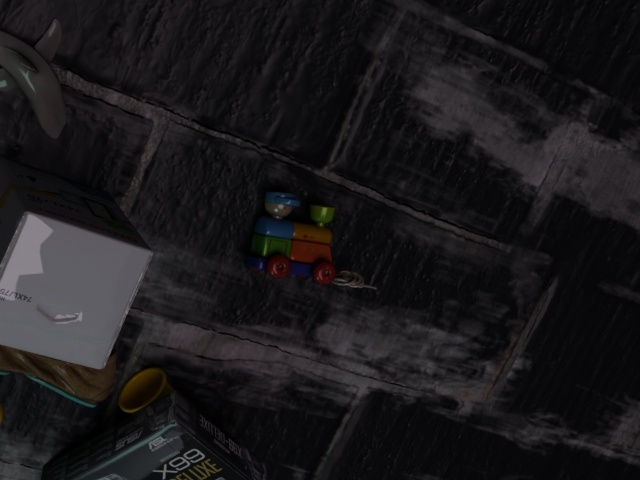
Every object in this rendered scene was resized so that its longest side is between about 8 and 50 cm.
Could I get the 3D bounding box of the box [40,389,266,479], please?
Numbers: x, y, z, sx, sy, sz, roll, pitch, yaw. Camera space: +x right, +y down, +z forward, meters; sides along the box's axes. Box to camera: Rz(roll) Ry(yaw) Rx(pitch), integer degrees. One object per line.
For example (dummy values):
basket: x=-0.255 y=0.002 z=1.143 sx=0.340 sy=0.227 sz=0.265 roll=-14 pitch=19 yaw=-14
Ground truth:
box: x=-0.283 y=0.409 z=1.893 sx=0.307 sy=0.076 sz=0.242 roll=-30 pitch=124 yaw=19

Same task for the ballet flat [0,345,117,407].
ballet flat: x=-0.464 y=0.162 z=1.755 sx=0.342 sy=0.116 sz=0.124 roll=25 pitch=94 yaw=-34

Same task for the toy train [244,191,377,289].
toy train: x=0.000 y=0.000 z=1.920 sx=0.248 sy=0.105 sz=0.143 roll=8 pitch=94 yaw=-28

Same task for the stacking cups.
stacking cups: x=-0.224 y=0.353 z=1.961 sx=0.096 sy=0.096 sz=0.316 roll=-40 pitch=124 yaw=-5

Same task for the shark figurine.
shark figurine: x=-0.463 y=-0.259 z=1.582 sx=0.278 sy=0.116 sz=0.166 roll=20 pitch=100 yaw=-32

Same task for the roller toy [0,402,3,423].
roller toy: x=-0.617 y=0.293 z=1.715 sx=0.209 sy=0.146 sz=0.191 roll=-46 pitch=116 yaw=9

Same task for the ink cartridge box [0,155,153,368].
ink cartridge box: x=-0.401 y=0.029 z=1.634 sx=0.198 sy=0.270 sz=0.197 roll=20 pitch=101 yaw=-31
